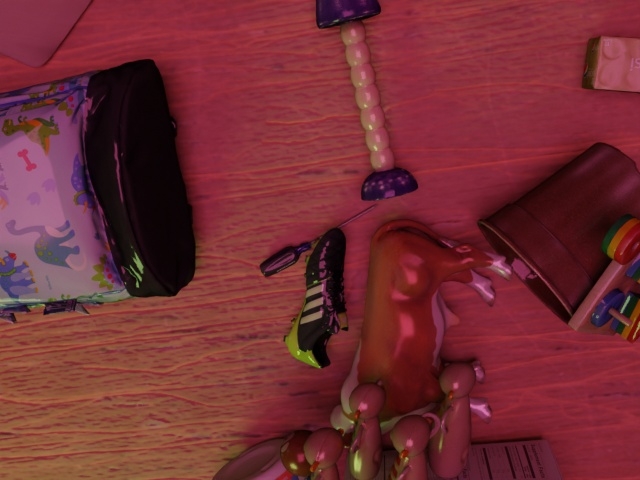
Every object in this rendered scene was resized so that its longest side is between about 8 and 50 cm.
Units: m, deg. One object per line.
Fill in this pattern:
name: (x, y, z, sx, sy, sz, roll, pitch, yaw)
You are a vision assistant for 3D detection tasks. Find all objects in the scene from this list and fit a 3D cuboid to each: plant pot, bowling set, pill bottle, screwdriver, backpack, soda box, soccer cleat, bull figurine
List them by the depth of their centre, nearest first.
bowling set: (0.035, 0.230, 0.892, 0.200, 0.287, 0.154, 14, 120, 23)
plant pot: (0.297, -0.014, 0.948, 0.165, 0.167, 0.167, -41, 95, 2)
soda box: (0.401, -0.197, 0.949, 0.182, 0.058, 0.061, 5, 101, 3)
backpack: (-0.361, -0.043, 0.957, 0.356, 0.273, 0.289, -1, 107, 17)
bull figurine: (0.118, 0.131, 1.011, 0.189, 0.101, 0.310, 6, 105, -2)
soccer cleat: (0.009, 0.072, 1.020, 0.072, 0.060, 0.178, 27, 110, 33)
screwdriver: (0.000, 0.000, 1.038, 0.170, 0.024, 0.025, -26, 127, 2)
pill bottle: (-0.041, 0.379, 1.056, 0.124, 0.124, 0.221, -26, 98, 8)

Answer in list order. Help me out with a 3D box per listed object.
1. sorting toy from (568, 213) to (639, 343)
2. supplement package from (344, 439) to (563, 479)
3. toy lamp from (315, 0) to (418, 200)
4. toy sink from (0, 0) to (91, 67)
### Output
sorting toy: (0.351, 0.056, 0.903, 0.046, 0.275, 0.132, 41, 107, 34)
supplement package: (0.166, 0.384, 0.997, 0.263, 0.198, 0.199, -6, 105, 6)
toy lamp: (0.050, -0.186, 0.968, 0.080, 0.080, 0.274, -11, 100, 6)
toy sink: (-0.391, -0.325, 0.934, 0.131, 0.234, 0.152, 46, 103, 25)
